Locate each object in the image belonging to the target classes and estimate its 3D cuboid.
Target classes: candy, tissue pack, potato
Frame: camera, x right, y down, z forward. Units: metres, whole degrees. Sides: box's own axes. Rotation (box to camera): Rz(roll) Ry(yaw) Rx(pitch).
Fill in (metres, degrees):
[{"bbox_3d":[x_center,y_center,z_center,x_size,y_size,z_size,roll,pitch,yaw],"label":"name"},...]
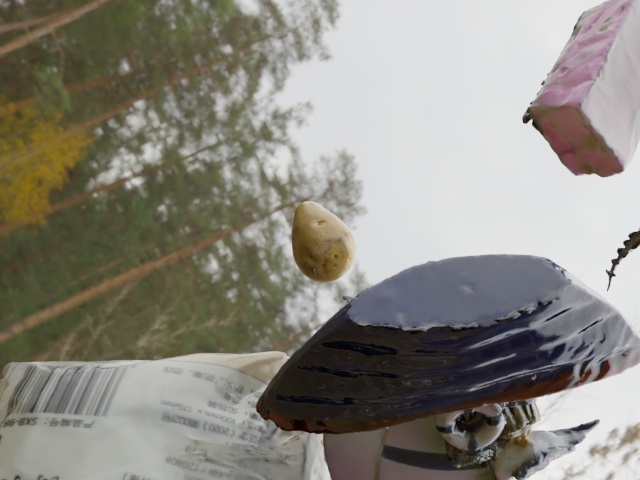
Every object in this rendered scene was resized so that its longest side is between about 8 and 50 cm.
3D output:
[{"bbox_3d":[0.439,-0.237,1.507,0.155,0.265,0.115,44,-27,-23],"label":"candy"},{"bbox_3d":[-0.174,0.253,0.929,0.390,0.375,0.195,-78,163,-54],"label":"tissue pack"},{"bbox_3d":[0.000,0.000,0.981,0.062,0.068,0.083,28,31,-39],"label":"potato"}]

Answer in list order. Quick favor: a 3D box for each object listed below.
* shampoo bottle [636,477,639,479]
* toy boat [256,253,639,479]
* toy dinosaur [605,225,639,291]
[{"bbox_3d":[0.576,0.369,1.496,0.071,0.309,0.098,-34,-101,56],"label":"shampoo bottle"},{"bbox_3d":[0.062,0.131,0.617,0.072,0.219,0.318,-96,-160,-49],"label":"toy boat"},{"bbox_3d":[0.470,-0.010,1.387,0.039,0.209,0.082,43,-1,24],"label":"toy dinosaur"}]
